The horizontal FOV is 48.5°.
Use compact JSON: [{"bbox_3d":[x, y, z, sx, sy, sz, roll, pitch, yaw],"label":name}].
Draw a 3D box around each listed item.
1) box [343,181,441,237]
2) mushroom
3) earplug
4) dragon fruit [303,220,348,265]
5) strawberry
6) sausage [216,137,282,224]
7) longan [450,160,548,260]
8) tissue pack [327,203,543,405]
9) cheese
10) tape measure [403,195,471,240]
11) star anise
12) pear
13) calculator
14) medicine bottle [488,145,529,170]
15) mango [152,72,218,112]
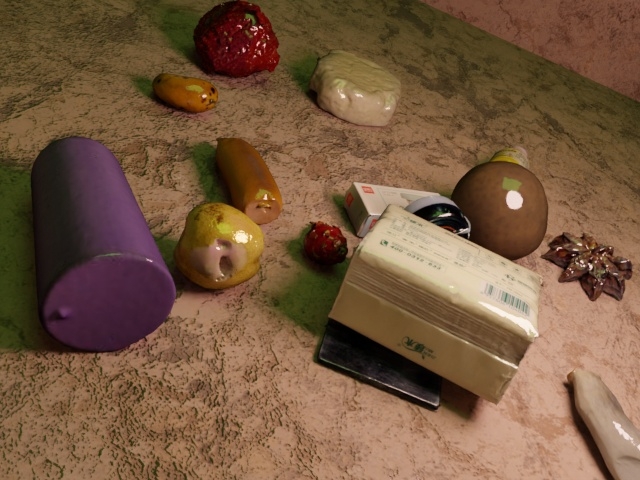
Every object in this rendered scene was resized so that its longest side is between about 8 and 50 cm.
[{"bbox_3d":[0.200,-0.065,1.788,0.269,0.079,0.135,5,39,-25],"label":"box"},{"bbox_3d":[0.594,0.390,1.413,0.109,0.097,0.351,7,36,-24],"label":"mushroom"},{"bbox_3d":[-0.418,-0.029,1.291,0.215,0.215,0.456,1,37,-29],"label":"earplug"},{"bbox_3d":[0.000,0.000,1.602,0.094,0.094,0.190,8,17,-22],"label":"dragon fruit"},{"bbox_3d":[-0.242,-0.610,2.124,0.274,0.220,0.274,15,40,-13],"label":"strawberry"},{"bbox_3d":[-0.182,-0.164,1.682,0.112,0.112,0.328,1,39,-29],"label":"sausage"},{"bbox_3d":[0.457,-0.077,1.825,0.258,0.258,0.258,16,36,-12],"label":"longan"},{"bbox_3d":[0.242,0.113,1.445,0.380,0.207,0.297,27,27,9],"label":"tissue pack"},{"bbox_3d":[0.106,-0.488,2.259,0.318,0.115,0.326,-7,44,-36],"label":"cheese"},{"bbox_3d":[0.260,-0.017,1.674,0.182,0.181,0.107,4,36,-24],"label":"tape measure"},{"bbox_3d":[0.735,0.052,1.928,0.236,0.109,0.223,2,36,-25],"label":"star anise"},{"bbox_3d":[-0.194,0.013,1.387,0.178,0.178,0.178,16,36,-12],"label":"pear"},{"bbox_3d":[0.123,0.232,1.410,0.262,0.021,0.161,23,36,0],"label":"calculator"},{"bbox_3d":[0.581,-0.227,2.181,0.122,0.121,0.212,31,35,10],"label":"medicine bottle"},{"bbox_3d":[-0.361,-0.393,1.885,0.178,0.090,0.115,16,26,-6],"label":"mango"}]
